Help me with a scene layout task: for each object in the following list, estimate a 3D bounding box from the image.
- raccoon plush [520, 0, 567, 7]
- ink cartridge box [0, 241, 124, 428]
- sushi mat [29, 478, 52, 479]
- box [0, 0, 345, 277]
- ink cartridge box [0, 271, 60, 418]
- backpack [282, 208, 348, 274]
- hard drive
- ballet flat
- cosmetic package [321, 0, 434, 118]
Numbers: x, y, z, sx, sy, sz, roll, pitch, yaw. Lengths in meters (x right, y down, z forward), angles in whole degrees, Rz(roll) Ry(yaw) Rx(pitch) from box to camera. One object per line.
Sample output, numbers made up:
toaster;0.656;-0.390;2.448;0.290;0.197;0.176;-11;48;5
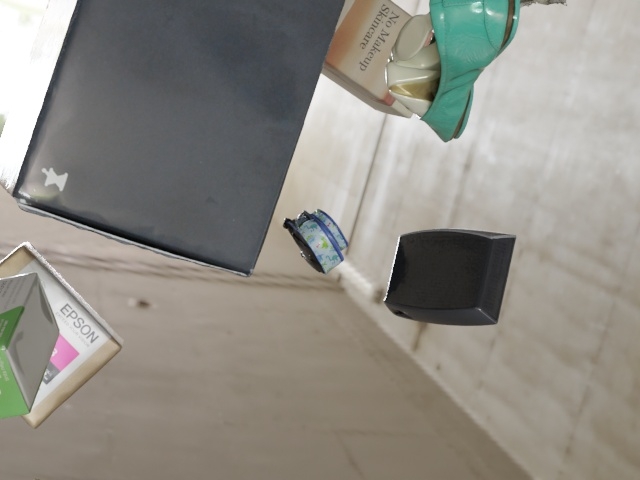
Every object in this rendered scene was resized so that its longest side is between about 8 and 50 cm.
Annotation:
raccoon plush;0.281;-0.491;1.437;0.216;0.446;0.299;20;-167;-9
ink cartridge box;-0.464;0.150;1.801;0.234;0.193;0.088;47;175;-8
sushi mat;-0.223;0.396;1.314;0.151;0.019;0.316;15;-156;-49
box;-0.201;-0.244;1.435;0.297;0.479;0.472;19;180;-19
ink cartridge box;-0.417;0.129;1.234;0.219;0.092;0.160;-11;-152;5
backpack;0.000;0.000;2.081;0.105;0.084;0.114;59;174;-30
hard drive;0.214;0.057;1.939;0.054;0.172;0.255;22;167;-36
ballet flat;0.101;-0.156;0.974;0.087;0.083;0.247;4;163;-4
cosmetic package;0.050;-0.340;1.855;0.296;0.153;0.129;28;180;-31
